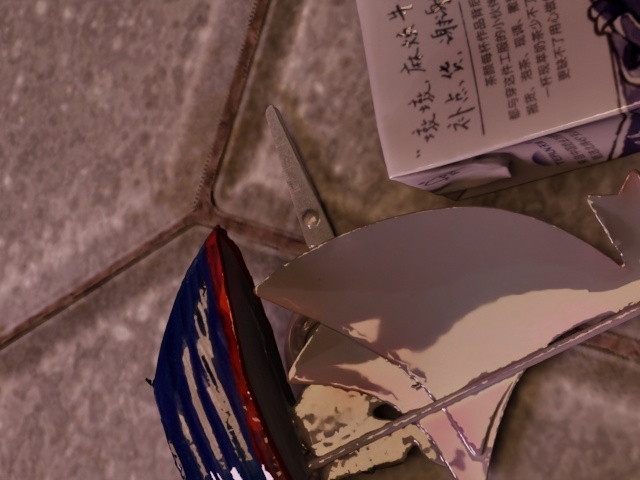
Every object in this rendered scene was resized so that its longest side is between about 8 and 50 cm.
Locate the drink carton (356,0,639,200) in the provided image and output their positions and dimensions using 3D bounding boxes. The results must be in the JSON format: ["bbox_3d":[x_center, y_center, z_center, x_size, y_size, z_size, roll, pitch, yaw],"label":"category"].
[{"bbox_3d":[0.138,-0.115,0.829,0.222,0.102,0.134,-16,78,25],"label":"drink carton"}]

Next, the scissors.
[{"bbox_3d":[0.000,0.000,0.932,0.100,0.015,0.189,-28,69,20],"label":"scissors"}]

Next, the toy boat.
[{"bbox_3d":[0.034,0.051,0.859,0.219,0.072,0.318,41,104,4],"label":"toy boat"}]
